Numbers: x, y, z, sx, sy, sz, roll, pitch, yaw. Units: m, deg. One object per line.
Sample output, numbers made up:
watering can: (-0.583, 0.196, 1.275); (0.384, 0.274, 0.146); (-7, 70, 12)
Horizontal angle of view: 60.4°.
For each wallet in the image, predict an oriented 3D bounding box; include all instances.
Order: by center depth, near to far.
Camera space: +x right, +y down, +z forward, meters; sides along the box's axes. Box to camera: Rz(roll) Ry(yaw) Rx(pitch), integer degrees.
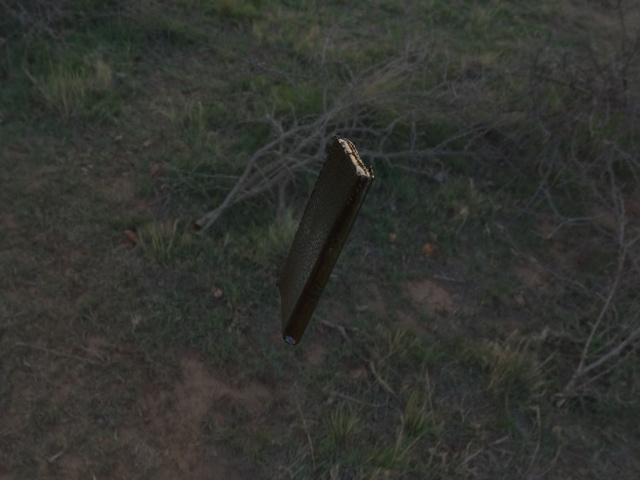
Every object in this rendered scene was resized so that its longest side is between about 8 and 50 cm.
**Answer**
wallet: (0.000, 0.000, 0.701); (0.038, 0.243, 0.133); (13, 26, -18)
